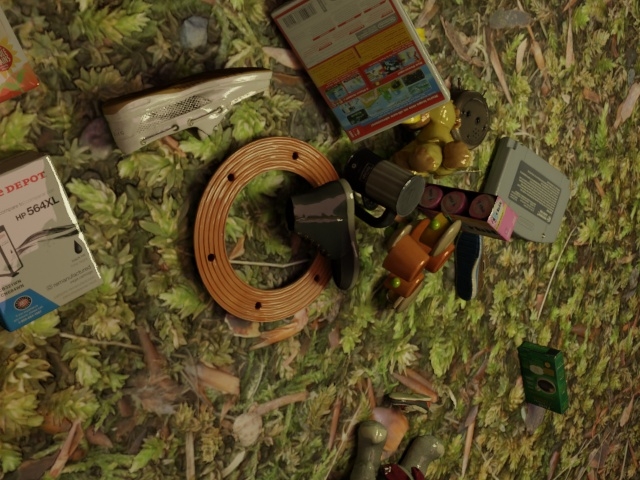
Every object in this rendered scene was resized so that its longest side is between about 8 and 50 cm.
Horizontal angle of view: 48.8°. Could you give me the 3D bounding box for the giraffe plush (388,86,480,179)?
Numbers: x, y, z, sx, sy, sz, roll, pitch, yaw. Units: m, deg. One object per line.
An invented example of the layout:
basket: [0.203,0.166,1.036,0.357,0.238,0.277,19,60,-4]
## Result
giraffe plush: [0.225,-0.216,1.411,0.210,0.181,0.171,-6,87,-35]

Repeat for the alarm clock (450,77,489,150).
alarm clock: [0.305,-0.242,1.527,0.129,0.064,0.192,22,88,-40]

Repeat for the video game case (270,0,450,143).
video game case: [0.073,-0.321,1.227,0.285,0.204,0.025,54,29,-28]

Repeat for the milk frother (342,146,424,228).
milk frother: [0.128,-0.094,1.343,0.143,0.134,0.129,-10,126,-50]

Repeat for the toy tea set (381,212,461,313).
toy tea set: [0.169,0.015,1.376,0.200,0.124,0.336,-48,165,-10]

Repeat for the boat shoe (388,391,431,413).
boat shoe: [0.199,0.365,1.578,0.137,0.049,0.043,16,92,-45]

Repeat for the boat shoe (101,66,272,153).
boat shoe: [-0.196,-0.204,1.101,0.277,0.098,0.096,-22,113,-24]

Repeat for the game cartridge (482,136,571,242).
game cartridge: [0.502,-0.107,1.722,0.297,0.062,0.198,23,89,-40]

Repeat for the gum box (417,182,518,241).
gum box: [0.302,-0.063,1.483,0.107,0.188,0.062,31,79,-47]

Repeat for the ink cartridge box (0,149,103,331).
ink cartridge box: [-0.412,-0.003,0.967,0.148,0.085,0.203,-31,119,-30]

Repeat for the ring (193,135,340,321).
ring: [-0.085,-0.019,1.271,0.336,0.032,0.337,-9,105,-37]

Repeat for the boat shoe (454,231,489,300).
boat shoe: [0.352,0.045,1.629,0.066,0.066,0.183,-18,120,-41]

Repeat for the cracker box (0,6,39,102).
cracker box: [-0.478,-0.269,0.869,0.155,0.067,0.232,-35,121,-30]

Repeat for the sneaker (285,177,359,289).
sneaker: [0.000,0.000,1.288,0.118,0.083,0.222,-15,117,-17]

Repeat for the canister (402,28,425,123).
canister: [0.130,-0.309,1.324,0.073,0.126,0.170,-35,128,-63]

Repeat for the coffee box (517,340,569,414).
coffee box: [0.586,0.360,1.854,0.040,0.113,0.184,-31,116,-34]

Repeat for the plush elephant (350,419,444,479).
plush elephant: [0.189,0.572,1.475,0.271,0.255,0.330,35,77,-39]
